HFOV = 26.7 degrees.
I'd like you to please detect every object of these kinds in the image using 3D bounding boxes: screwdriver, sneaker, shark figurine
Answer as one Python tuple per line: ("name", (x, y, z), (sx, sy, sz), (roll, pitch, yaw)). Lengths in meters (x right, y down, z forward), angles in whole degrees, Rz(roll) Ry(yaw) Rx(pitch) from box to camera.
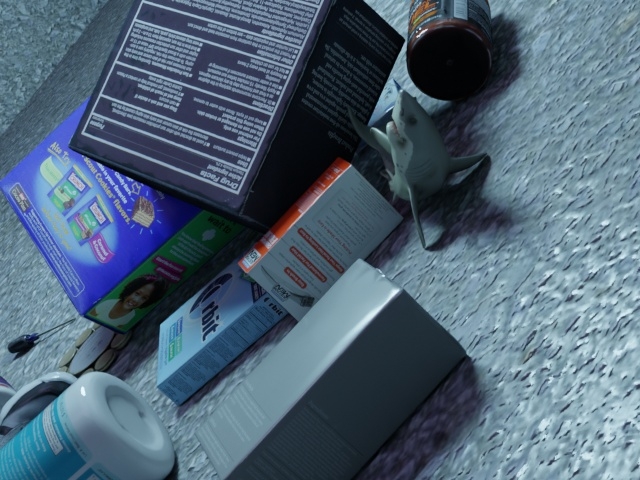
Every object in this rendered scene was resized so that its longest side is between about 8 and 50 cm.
("screwdriver", (-0.448, 0.150, 2.188), (0.170, 0.024, 0.025), (-25, 0, 31))
("sneaker", (-0.388, 0.293, 1.691), (0.268, 0.101, 0.153), (-50, 15, 6))
("shark figurine", (0.120, -0.090, 1.487), (0.116, 0.166, 0.278), (-19, 5, -4))

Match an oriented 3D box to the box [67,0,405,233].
("box", (-0.104, -0.180, 1.655), (0.296, 0.182, 0.294), (22, 86, 34))

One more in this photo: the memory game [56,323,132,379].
("memory game", (-0.326, 0.159, 1.947), (0.186, 0.012, 0.186), (-38, 23, 19))

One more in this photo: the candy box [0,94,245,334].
("candy box", (-0.248, -0.077, 1.871), (0.317, 0.122, 0.268), (-41, 63, 9))

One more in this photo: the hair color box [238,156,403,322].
("hair color box", (0.000, 0.000, 1.513), (0.167, 0.093, 0.053), (-46, 21, -2))

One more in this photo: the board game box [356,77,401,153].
("board game box", (0.072, -0.164, 1.773), (0.090, 0.020, 0.090), (-40, 21, 15))

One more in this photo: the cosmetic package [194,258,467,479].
("cosmetic package", (0.006, 0.141, 1.241), (0.238, 0.107, 0.127), (-44, 21, -1))

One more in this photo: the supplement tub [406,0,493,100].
("supplement tub", (0.159, -0.259, 1.664), (0.106, 0.106, 0.198), (-36, 23, 24))

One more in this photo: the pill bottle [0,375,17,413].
("pill bottle", (-0.491, 0.247, 1.963), (0.108, 0.108, 0.193), (-50, 22, -11))

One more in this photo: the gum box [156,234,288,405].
("gum box", (-0.119, 0.094, 1.637), (0.184, 0.041, 0.157), (-40, 22, 13))

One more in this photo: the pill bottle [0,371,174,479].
("pill bottle", (-0.299, 0.278, 1.497), (0.264, 0.146, 0.146), (-41, 22, 11))
